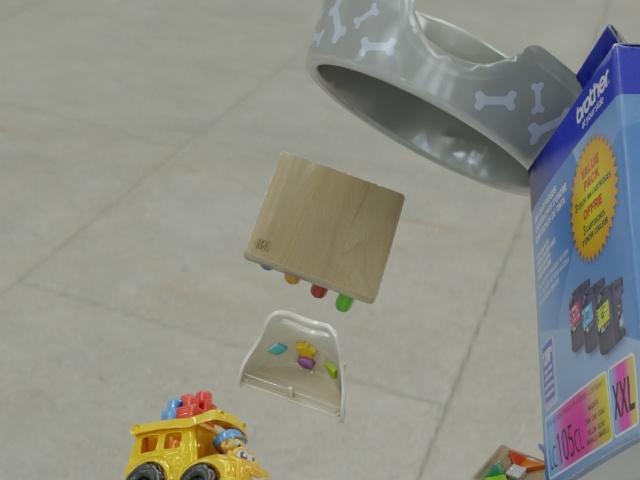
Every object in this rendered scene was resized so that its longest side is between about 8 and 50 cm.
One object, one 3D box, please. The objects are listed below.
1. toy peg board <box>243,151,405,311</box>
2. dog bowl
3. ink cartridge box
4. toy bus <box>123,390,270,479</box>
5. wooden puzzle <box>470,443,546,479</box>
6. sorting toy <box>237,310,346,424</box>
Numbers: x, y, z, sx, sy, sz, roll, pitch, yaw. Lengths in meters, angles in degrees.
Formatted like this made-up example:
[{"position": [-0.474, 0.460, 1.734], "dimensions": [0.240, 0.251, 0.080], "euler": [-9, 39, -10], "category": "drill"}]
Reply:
[{"position": [0.000, 0.000, 1.484], "dimensions": [0.160, 0.079, 0.161], "euler": [20, 53, -2], "category": "toy peg board"}, {"position": [0.138, -0.163, 1.375], "dimensions": [0.348, 0.102, 0.349], "euler": [29, -4, 2], "category": "dog bowl"}, {"position": [0.293, 0.008, 1.100], "dimensions": [0.151, 0.270, 0.395], "euler": [5, 68, -6], "category": "ink cartridge box"}, {"position": [-0.170, 0.311, 1.789], "dimensions": [0.220, 0.149, 0.211], "euler": [-12, 57, 30], "category": "toy bus"}, {"position": [0.198, 0.238, 1.252], "dimensions": [0.078, 0.014, 0.116], "euler": [14, 38, 28], "category": "wooden puzzle"}, {"position": [-0.013, 0.082, 0.886], "dimensions": [0.083, 0.075, 0.045], "euler": [18, 47, 12], "category": "sorting toy"}]
